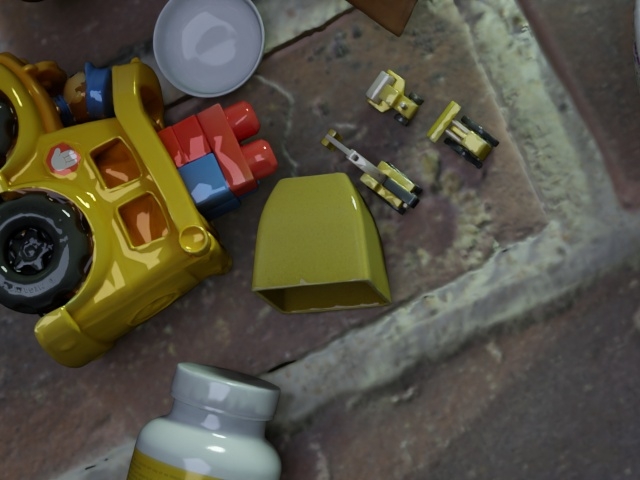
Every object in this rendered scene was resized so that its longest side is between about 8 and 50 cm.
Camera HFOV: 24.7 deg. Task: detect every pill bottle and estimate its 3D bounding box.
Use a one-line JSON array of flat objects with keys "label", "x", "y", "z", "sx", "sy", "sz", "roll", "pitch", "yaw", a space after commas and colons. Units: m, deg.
[{"label": "pill bottle", "x": -0.085, "y": 0.182, "z": 1.004, "sx": 0.103, "sy": 0.103, "sz": 0.184, "roll": 14, "pitch": 91, "yaw": 14}]

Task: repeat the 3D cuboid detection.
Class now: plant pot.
[{"label": "plant pot", "x": 0.000, "y": 0.000, "z": 1.009, "sx": 0.081, "sy": 0.081, "sz": 0.083, "roll": -6, "pitch": 74, "yaw": 13}]

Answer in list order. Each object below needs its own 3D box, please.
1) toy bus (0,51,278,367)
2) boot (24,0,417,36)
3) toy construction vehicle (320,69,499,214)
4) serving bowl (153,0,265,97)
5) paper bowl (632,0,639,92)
[{"label": "toy bus", "x": -0.145, "y": -0.052, "z": 1.014, "sx": 0.211, "sy": 0.149, "sz": 0.220, "roll": -29, "pitch": 79, "yaw": 2}, {"label": "boot", "x": -0.060, "y": -0.223, "z": 1.005, "sx": 0.280, "sy": 0.096, "sz": 0.264, "roll": 29, "pitch": 107, "yaw": -7}, {"label": "toy construction vehicle", "x": 0.060, "y": -0.068, "z": 1.017, "sx": 0.098, "sy": 0.035, "sz": 0.086, "roll": 41, "pitch": 97, "yaw": 12}, {"label": "serving bowl", "x": -0.077, "y": -0.143, "z": 1.057, "sx": 0.083, "sy": 0.027, "sz": 0.083, "roll": -1, "pitch": 87, "yaw": 14}, {"label": "paper bowl", "x": 0.335, "y": -0.127, "z": 0.893, "sx": 0.284, "sy": 0.148, "sz": 0.284, "roll": -1, "pitch": 84, "yaw": 13}]
